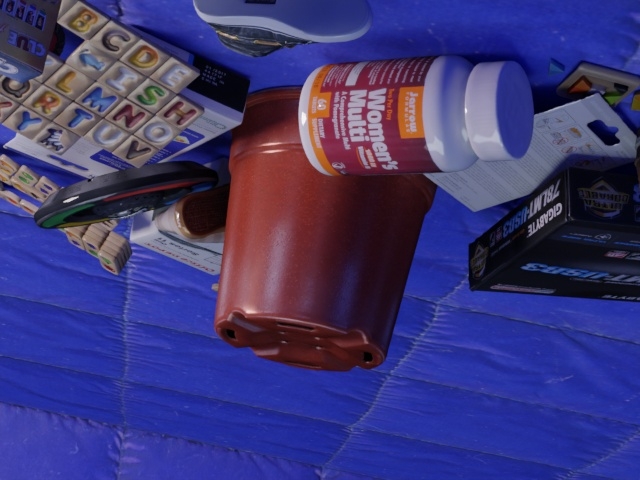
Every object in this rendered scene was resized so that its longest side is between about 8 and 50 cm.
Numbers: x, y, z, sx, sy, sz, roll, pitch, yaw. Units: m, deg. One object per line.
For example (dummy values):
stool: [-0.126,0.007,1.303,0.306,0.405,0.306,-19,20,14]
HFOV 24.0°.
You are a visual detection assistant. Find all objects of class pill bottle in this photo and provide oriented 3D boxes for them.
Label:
pill bottle: [0.099,-0.129,1.551,0.221,0.121,0.121,-1,158,30]

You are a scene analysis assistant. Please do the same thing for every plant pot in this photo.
plant pot: [0.000,0.000,1.750,0.273,0.265,0.272,10,161,3]

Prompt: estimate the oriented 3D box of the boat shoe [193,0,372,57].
boat shoe: [-0.028,-0.216,1.472,0.183,0.065,0.083,11,163,20]

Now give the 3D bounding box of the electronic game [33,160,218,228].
electronic game: [-0.236,-0.051,1.838,0.229,0.048,0.229,-14,176,-1]

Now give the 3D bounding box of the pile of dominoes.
pile of dominoes: [-0.377,-0.038,2.067,0.251,0.040,0.196,28,162,9]

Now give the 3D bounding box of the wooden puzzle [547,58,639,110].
wooden puzzle: [0.285,-0.156,1.538,0.116,0.014,0.078,12,161,-1]

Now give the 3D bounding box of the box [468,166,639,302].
box: [0.364,0.004,1.797,0.296,0.073,0.293,6,161,-16]

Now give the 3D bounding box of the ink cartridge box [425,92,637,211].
ink cartridge box: [0.227,-0.111,1.654,0.225,0.056,0.181,-20,152,24]

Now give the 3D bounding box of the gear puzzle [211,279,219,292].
gear puzzle: [-0.019,0.107,2.410,0.176,0.044,0.339,-2,160,28]

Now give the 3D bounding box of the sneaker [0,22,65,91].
sneaker: [-0.404,-0.219,1.646,0.262,0.104,0.125,-6,-160,6]

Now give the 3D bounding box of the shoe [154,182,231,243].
shoe: [-0.113,-0.035,1.864,0.058,0.076,0.219,-19,172,41]

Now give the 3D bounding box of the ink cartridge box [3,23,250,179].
ink cartridge box: [-0.235,-0.148,1.765,0.165,0.065,0.333,22,157,-29]

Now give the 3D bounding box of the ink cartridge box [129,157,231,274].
ink cartridge box: [-0.137,-0.028,2.014,0.153,0.086,0.208,24,158,-31]

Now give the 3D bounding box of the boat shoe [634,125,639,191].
boat shoe: [0.450,-0.048,1.626,0.258,0.095,0.095,16,160,-14]

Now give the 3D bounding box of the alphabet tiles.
alphabet tiles: [-0.251,-0.161,1.598,0.237,0.009,0.198,30,129,-33]

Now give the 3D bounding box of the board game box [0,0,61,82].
board game box: [-0.340,-0.265,1.339,0.243,0.165,0.042,26,156,-36]
